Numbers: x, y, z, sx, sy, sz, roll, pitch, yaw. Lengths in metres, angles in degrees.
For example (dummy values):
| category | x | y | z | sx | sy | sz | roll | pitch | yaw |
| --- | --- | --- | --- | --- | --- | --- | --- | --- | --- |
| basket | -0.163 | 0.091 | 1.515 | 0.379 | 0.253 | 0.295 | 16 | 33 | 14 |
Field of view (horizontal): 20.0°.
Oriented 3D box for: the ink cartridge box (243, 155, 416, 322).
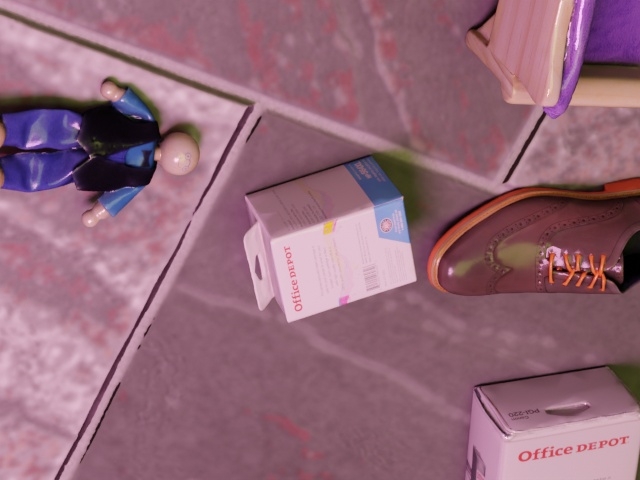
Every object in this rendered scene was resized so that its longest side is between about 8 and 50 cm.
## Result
| category | x | y | z | sx | sy | sz | roll | pitch | yaw |
| --- | --- | --- | --- | --- | --- | --- | --- | --- | --- |
| ink cartridge box | 0.000 | 0.000 | 1.625 | 0.143 | 0.090 | 0.092 | -17 | 123 | -10 |

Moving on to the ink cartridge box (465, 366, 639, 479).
| category | x | y | z | sx | sy | sz | roll | pitch | yaw |
| --- | --- | --- | --- | --- | --- | --- | --- | --- | --- |
| ink cartridge box | 0.233 | 0.249 | 1.858 | 0.158 | 0.092 | 0.218 | -7 | 123 | -17 |

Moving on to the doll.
| category | x | y | z | sx | sy | sz | roll | pitch | yaw |
| --- | --- | --- | --- | --- | --- | --- | --- | --- | --- |
| doll | -0.192 | -0.071 | 1.537 | 0.189 | 0.046 | 0.129 | -3 | 111 | -26 |

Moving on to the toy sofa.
| category | x | y | z | sx | sy | sz | roll | pitch | yaw |
| --- | --- | --- | --- | --- | --- | --- | --- | --- | --- |
| toy sofa | 0.250 | -0.284 | 1.504 | 0.150 | 0.177 | 0.363 | 0 | 118 | -20 |

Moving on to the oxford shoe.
| category | x | y | z | sx | sy | sz | roll | pitch | yaw |
| --- | --- | --- | --- | --- | --- | --- | --- | --- | --- |
| oxford shoe | 0.236 | 0.007 | 1.713 | 0.271 | 0.098 | 0.097 | -14 | 123 | -13 |
